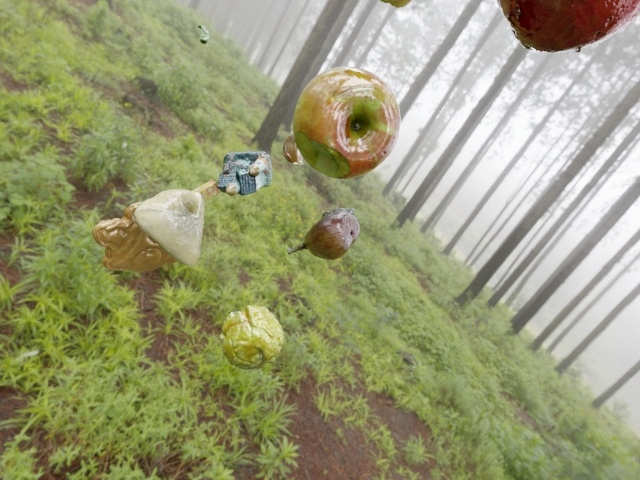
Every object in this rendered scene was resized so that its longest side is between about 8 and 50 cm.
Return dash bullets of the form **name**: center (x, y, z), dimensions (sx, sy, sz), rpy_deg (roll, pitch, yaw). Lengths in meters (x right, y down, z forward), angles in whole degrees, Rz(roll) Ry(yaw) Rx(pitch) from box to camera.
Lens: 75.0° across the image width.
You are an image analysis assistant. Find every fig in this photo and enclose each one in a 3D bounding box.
- **fig**: center (0.001, 0.002, 1.415), dimensions (0.146, 0.274, 0.170), rpy_deg (61, 31, -14)

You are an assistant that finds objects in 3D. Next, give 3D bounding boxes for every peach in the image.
- **peach**: center (0.557, -0.604, 0.923), dimensions (0.369, 0.370, 0.370), rpy_deg (30, 18, -11)

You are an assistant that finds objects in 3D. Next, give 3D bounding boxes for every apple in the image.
- **apple**: center (0.074, -0.364, 1.304), dimensions (0.339, 0.340, 0.340), rpy_deg (30, 18, -11)

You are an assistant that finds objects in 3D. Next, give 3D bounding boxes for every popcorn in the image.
- **popcorn**: center (-0.203, 0.282, 1.225), dimensions (0.197, 0.198, 0.212), rpy_deg (33, -5, 1)

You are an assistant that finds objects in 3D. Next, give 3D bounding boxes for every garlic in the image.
- **garlic**: center (-0.097, -0.440, 1.883), dimensions (0.128, 0.199, 0.090), rpy_deg (26, 5, 40)

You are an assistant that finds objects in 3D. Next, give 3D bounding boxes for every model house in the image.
- **model house**: center (-0.388, -0.307, 2.016), dimensions (0.252, 0.185, 0.291), rpy_deg (5, 29, 10)

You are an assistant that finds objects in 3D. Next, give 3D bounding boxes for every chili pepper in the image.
- **chili pepper**: center (-0.406, -0.720, 1.451), dimensions (0.030, 0.034, 0.091), rpy_deg (56, 19, -64)

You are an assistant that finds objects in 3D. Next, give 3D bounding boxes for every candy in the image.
- **candy**: center (-0.530, -0.222, 1.917), dimensions (0.121, 0.062, 0.038), rpy_deg (-36, 49, -26)

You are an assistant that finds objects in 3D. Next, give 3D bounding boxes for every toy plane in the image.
- **toy plane**: center (-0.354, -0.290, 1.610), dimensions (0.031, 0.049, 0.121), rpy_deg (42, 47, -34)

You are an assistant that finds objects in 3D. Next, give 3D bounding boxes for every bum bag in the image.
- **bum bag**: center (0.061, -0.097, 1.906), dimensions (0.095, 0.144, 0.340), rpy_deg (52, -11, -8)

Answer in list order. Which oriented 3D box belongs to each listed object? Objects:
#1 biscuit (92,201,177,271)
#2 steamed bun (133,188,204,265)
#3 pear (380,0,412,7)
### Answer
- **biscuit**: center (-0.554, -0.007, 1.356), dimensions (0.051, 0.270, 0.375), rpy_deg (40, 15, 28)
- **steamed bun**: center (-0.398, -0.071, 1.201), dimensions (0.231, 0.110, 0.213), rpy_deg (52, 35, -42)
- **pear**: center (0.228, -0.763, 1.194), dimensions (0.177, 0.178, 0.178), rpy_deg (30, 18, -11)
